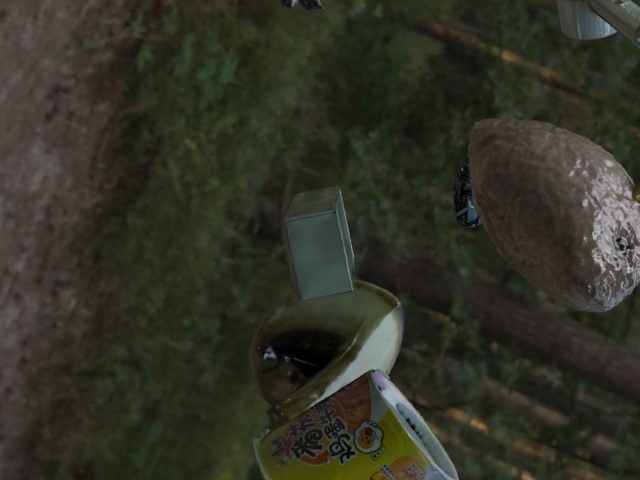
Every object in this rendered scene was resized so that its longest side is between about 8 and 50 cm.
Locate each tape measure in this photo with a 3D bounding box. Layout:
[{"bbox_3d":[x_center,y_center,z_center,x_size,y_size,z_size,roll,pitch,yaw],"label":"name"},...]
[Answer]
[{"bbox_3d":[0.248,-0.073,2.048,0.091,0.054,0.094,-85,172,-52],"label":"tape measure"}]

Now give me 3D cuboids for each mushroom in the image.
[{"bbox_3d":[-0.006,0.217,2.079,0.292,0.212,0.217,-59,164,-24],"label":"mushroom"}]

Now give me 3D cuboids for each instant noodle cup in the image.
[{"bbox_3d":[0.061,0.323,1.734,0.200,0.264,0.264,-38,170,7],"label":"instant noodle cup"}]

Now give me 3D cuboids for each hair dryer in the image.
[{"bbox_3d":[0.459,-0.358,1.866,0.357,0.107,0.173,-117,-172,-57],"label":"hair dryer"}]

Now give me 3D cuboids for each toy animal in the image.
[{"bbox_3d":[0.348,-0.050,1.783,0.226,0.358,0.188,-18,153,-29],"label":"toy animal"}]

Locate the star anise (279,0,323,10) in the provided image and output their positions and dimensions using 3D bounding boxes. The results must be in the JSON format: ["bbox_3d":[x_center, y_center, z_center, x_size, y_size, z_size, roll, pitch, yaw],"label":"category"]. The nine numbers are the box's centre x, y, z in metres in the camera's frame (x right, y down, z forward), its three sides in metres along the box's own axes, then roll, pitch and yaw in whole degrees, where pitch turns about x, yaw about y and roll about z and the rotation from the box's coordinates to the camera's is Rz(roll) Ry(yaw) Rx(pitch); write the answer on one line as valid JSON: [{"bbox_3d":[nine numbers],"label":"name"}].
[{"bbox_3d":[-0.045,-0.522,2.360,0.061,0.180,0.205,-25,-127,45],"label":"star anise"}]

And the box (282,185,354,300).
[{"bbox_3d":[0.000,0.000,1.912,0.225,0.086,0.130,-75,154,-79],"label":"box"}]
